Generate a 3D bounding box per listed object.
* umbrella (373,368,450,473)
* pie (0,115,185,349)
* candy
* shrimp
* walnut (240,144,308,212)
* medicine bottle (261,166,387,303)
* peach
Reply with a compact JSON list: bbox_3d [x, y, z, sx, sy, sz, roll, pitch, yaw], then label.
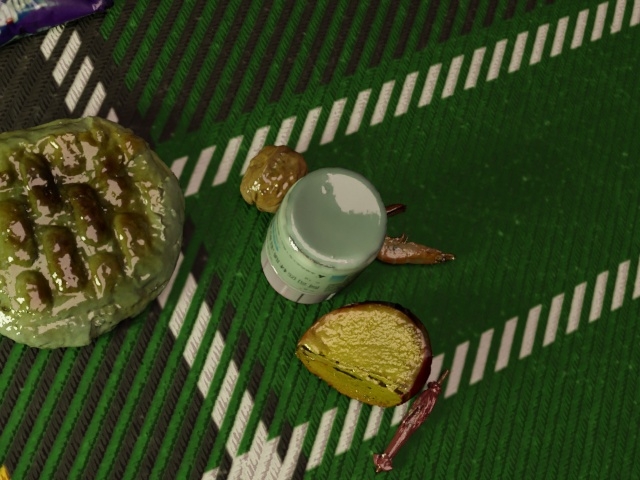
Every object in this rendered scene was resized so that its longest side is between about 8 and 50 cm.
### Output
[{"bbox_3d":[0.119,0.229,1.140,0.027,0.025,0.165,47,67,-19],"label":"umbrella"},{"bbox_3d":[-0.308,-0.022,1.089,0.306,0.071,0.306,7,68,-18],"label":"pie"},{"bbox_3d":[-0.419,-0.322,1.172,0.275,0.070,0.145,-31,88,-26],"label":"candy"},{"bbox_3d":[0.126,-0.004,1.221,0.127,0.025,0.091,14,67,-6],"label":"shrimp"},{"bbox_3d":[-0.061,-0.083,1.175,0.079,0.082,0.096,22,67,24],"label":"walnut"},{"bbox_3d":[0.000,0.000,1.110,0.135,0.168,0.135,4,71,-12],"label":"medicine bottle"},{"bbox_3d":[0.055,0.145,1.117,0.172,0.092,0.127,1,66,-2],"label":"peach"}]
